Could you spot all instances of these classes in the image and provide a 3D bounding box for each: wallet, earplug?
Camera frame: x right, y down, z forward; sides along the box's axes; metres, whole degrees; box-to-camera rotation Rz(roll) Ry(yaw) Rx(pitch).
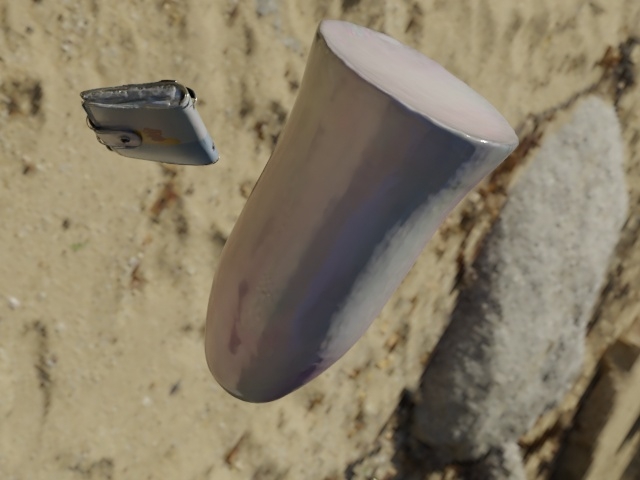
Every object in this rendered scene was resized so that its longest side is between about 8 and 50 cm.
[{"bbox_3d":[-0.240,-0.168,1.811,0.231,0.170,0.069,74,18,-73],"label":"wallet"},{"bbox_3d":[0.000,0.000,1.001,0.301,0.172,0.172,-58,163,21],"label":"earplug"}]

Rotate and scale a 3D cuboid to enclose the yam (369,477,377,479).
[{"bbox_3d":[0.012,0.226,1.008,0.107,0.014,0.014,-51,164,14],"label":"yam"}]
